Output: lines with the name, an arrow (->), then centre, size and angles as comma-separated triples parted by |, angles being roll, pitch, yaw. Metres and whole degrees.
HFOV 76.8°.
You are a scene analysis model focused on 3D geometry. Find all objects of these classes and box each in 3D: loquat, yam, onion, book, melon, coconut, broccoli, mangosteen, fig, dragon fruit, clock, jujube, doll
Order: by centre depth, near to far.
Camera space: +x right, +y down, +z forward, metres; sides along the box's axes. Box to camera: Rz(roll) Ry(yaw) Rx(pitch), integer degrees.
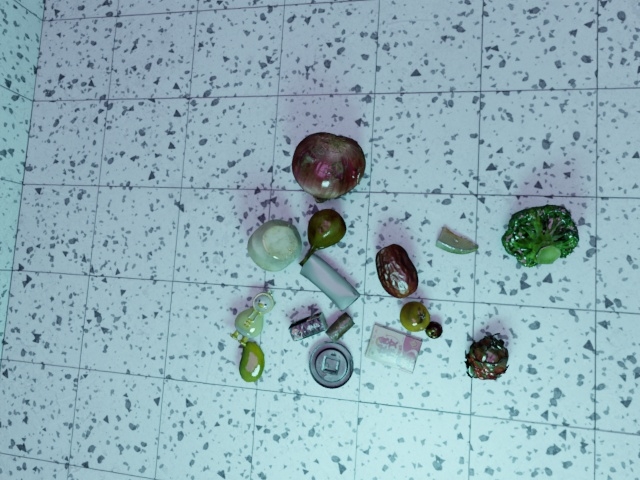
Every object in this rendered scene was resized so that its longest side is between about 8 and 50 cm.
broccoli -> 0.932, -0.007, 1.684 | 0.298, 0.297, 0.297 | 4, 116, 8
dragon fruit -> 0.718, 0.507, 1.732 | 0.182, 0.182, 0.188 | 46, 134, 11
loquat -> 0.423, 0.346, 1.817 | 0.141, 0.141, 0.140 | -1, 85, 10
mangosteen -> 0.513, 0.405, 1.824 | 0.081, 0.081, 0.080 | -1, 85, 10
jujube -> 0.342, 0.142, 1.826 | 0.184, 0.183, 0.243 | -26, 80, 7
melon -> 0.630, 0.019, 1.861 | 0.182, 0.054, 0.097 | 30, 76, 11
onion -> 0.042, -0.347, 1.864 | 0.354, 0.354, 0.353 | -1, 85, 10
book -> 0.339, 0.504, 1.875 | 0.232, 0.022, 0.162 | 18, 88, 11
yam -> 0.093, 0.408, 1.891 | 0.141, 0.079, 0.079 | -42, 79, -7
fig -> -0.020, -0.027, 1.892 | 0.290, 0.190, 0.190 | -34, 80, -7
clock -> 0.053, 0.588, 1.910 | 0.215, 0.042, 0.214 | -1, 85, 11
coconut -> -0.218, 0.025, 1.922 | 0.245, 0.247, 0.244 | 4, 79, -19
doll -> -0.322, 0.365, 1.960 | 0.141, 0.117, 0.296 | 32, 91, 9

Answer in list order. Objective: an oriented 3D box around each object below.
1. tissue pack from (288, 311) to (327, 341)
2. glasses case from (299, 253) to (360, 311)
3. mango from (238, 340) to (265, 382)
tissue pack -> -0.059, 0.411, 1.917 | 0.170, 0.103, 0.090 | -24, 88, 8
glasses case -> 0.043, 0.200, 1.928 | 0.308, 0.083, 0.128 | 42, 99, 11
mango -> -0.331, 0.592, 1.958 | 0.122, 0.085, 0.190 | 8, 87, 14
